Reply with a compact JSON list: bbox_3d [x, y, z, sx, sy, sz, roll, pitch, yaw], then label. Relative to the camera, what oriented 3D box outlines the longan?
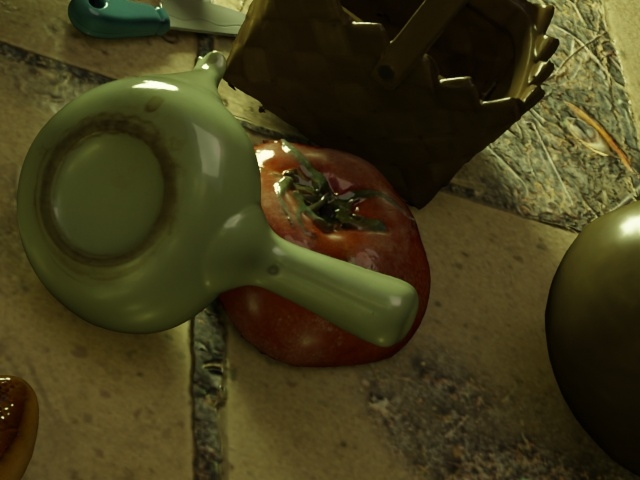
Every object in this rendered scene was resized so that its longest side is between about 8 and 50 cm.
[{"bbox_3d":[0.341,0.094,1.638,0.300,0.300,0.243,27,64,-8],"label":"longan"}]

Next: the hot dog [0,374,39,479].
[{"bbox_3d":[-0.255,0.152,1.354,0.090,0.060,0.140,19,36,-11],"label":"hot dog"}]

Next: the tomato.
[{"bbox_3d":[0.000,0.000,1.639,0.237,0.095,0.237,18,43,-17],"label":"tomato"}]

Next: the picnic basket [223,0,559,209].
[{"bbox_3d":[0.097,-0.233,1.760,0.291,0.321,0.254,32,37,-9],"label":"picnic basket"}]

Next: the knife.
[{"bbox_3d":[-0.139,-0.219,1.817,0.244,0.032,0.058,-3,47,-41],"label":"knife"}]

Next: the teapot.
[{"bbox_3d":[-0.099,0.008,1.497,0.318,0.220,0.149,51,13,19],"label":"teapot"}]
